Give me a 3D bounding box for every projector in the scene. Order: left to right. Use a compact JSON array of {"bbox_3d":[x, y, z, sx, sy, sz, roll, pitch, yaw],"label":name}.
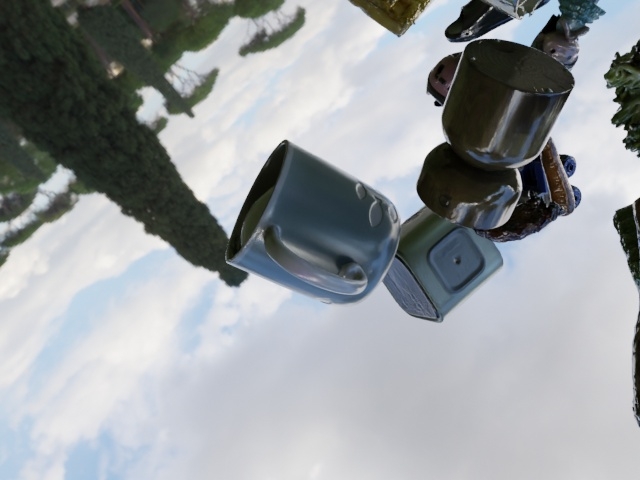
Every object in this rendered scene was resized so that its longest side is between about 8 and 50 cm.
[{"bbox_3d":[0.316,0.056,1.789,0.249,0.248,0.248,-38,-169,-17],"label":"projector"}]

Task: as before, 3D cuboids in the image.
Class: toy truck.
[{"bbox_3d":[0.616,-0.153,1.808,0.177,0.213,0.161,-28,-158,-28],"label":"toy truck"}]

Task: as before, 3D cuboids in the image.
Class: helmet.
[{"bbox_3d":[0.420,-0.461,1.803,0.253,0.154,0.198,-28,-120,-19],"label":"helmet"}]

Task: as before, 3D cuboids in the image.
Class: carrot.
[{"bbox_3d":[0.582,-0.169,1.588,0.059,0.248,0.059,-21,-160,8],"label":"carrot"}]

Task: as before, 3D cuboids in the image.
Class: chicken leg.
[{"bbox_3d":[0.458,-0.050,1.516,0.234,0.063,0.105,-21,-118,17],"label":"chicken leg"}]

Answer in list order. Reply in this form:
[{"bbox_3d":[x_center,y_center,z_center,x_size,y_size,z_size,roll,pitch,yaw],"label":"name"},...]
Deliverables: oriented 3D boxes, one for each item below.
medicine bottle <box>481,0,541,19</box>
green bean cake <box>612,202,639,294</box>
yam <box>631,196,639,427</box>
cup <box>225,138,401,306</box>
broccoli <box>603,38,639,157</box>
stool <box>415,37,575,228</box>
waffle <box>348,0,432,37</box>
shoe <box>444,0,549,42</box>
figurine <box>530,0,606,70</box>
[{"bbox_3d":[0.280,-0.633,1.255,0.406,0.236,0.236,36,-108,17],"label":"medicine bottle"},{"bbox_3d":[0.642,0.059,1.174,0.125,0.222,0.248,-26,-154,26],"label":"green bean cake"},{"bbox_3d":[0.459,0.080,0.863,0.081,0.081,0.356,-14,-129,41],"label":"yam"},{"bbox_3d":[0.000,0.000,1.199,0.259,0.274,0.356,-60,-162,18],"label":"cup"},{"bbox_3d":[0.708,-0.288,1.156,0.324,0.334,0.272,-17,161,-8],"label":"broccoli"},{"bbox_3d":[0.280,-0.175,1.059,0.179,0.179,0.264,-77,-179,-50],"label":"stool"},{"bbox_3d":[0.151,-0.613,1.509,0.221,0.248,0.055,-50,176,-29],"label":"waffle"},{"bbox_3d":[0.380,-0.528,1.410,0.241,0.093,0.108,-19,-144,19],"label":"shoe"},{"bbox_3d":[0.578,-0.507,1.518,0.110,0.138,0.245,-61,176,-57],"label":"figurine"}]
